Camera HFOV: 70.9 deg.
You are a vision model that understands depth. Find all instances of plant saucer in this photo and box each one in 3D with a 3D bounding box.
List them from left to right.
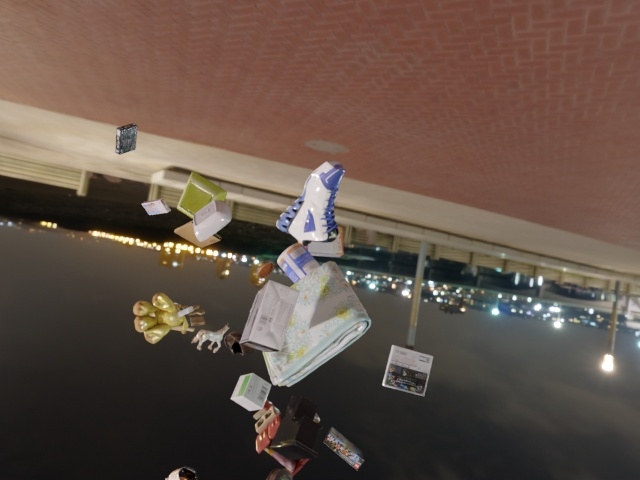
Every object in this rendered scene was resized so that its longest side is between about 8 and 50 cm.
[{"bbox_3d":[-0.520,-0.170,1.925,0.188,0.188,0.045,31,-164,9],"label":"plant saucer"},{"bbox_3d":[-0.227,0.122,1.850,0.013,0.083,0.083,40,-168,26],"label":"plant saucer"}]

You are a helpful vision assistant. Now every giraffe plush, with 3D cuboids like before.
[{"bbox_3d":[-0.599,0.280,1.725,0.210,0.182,0.170,-7,-178,-20],"label":"giraffe plush"}]

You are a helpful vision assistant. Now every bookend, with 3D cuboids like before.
[{"bbox_3d":[-0.045,0.492,1.204,0.072,0.157,0.156,36,141,-12],"label":"bookend"}]

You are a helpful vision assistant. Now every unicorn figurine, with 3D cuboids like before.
[{"bbox_3d":[-0.436,0.395,1.831,0.060,0.111,0.162,26,-178,34],"label":"unicorn figurine"}]

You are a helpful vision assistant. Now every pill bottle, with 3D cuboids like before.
[{"bbox_3d":[-0.067,0.155,2.137,0.272,0.152,0.152,48,-171,16],"label":"pill bottle"}]

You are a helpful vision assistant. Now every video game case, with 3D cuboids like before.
[{"bbox_3d":[0.371,0.551,1.907,0.190,0.173,0.022,18,170,-10],"label":"video game case"}]

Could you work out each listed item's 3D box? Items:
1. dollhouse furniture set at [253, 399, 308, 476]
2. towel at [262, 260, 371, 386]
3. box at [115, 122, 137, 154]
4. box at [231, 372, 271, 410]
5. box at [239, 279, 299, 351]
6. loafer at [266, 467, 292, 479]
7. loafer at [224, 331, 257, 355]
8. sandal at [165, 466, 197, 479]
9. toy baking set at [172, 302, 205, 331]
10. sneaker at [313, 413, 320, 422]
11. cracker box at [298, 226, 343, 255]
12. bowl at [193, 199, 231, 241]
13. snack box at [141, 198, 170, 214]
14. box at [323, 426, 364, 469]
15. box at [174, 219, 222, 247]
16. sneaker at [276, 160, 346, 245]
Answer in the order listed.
[{"bbox_3d":[-0.173,0.842,2.017,0.201,0.152,0.374,44,179,-14],"label":"dollhouse furniture set"},{"bbox_3d":[-0.046,0.270,1.518,0.090,0.374,0.320,51,-176,-43],"label":"towel"},{"bbox_3d":[-0.587,-0.307,1.361,0.018,0.083,0.067,28,-144,11],"label":"box"},{"bbox_3d":[-0.263,0.577,1.711,0.102,0.101,0.087,42,135,-23],"label":"box"},{"bbox_3d":[-0.150,0.221,1.271,0.087,0.169,0.290,21,161,-10],"label":"box"},{"bbox_3d":[-0.237,1.068,1.777,0.130,0.366,0.134,14,165,46],"label":"loafer"},{"bbox_3d":[-0.367,0.454,1.974,0.078,0.080,0.220,-18,-172,-40],"label":"loafer"},{"bbox_3d":[-0.593,1.059,2.016,0.265,0.076,0.102,-17,153,40],"label":"sandal"},{"bbox_3d":[-0.643,0.343,2.033,0.256,0.030,0.197,9,-158,-3],"label":"toy baking set"},{"bbox_3d":[-0.077,0.759,1.936,0.071,0.066,0.188,45,147,-18],"label":"sneaker"},{"bbox_3d":[0.000,0.000,2.336,0.232,0.156,0.067,6,160,-20],"label":"cracker box"},{"bbox_3d":[-0.374,-0.076,1.521,0.053,0.142,0.142,54,-176,-35],"label":"bowl"},{"bbox_3d":[-0.751,-0.152,2.048,0.178,0.022,0.064,-2,125,43],"label":"snack box"},{"bbox_3d":[0.092,0.815,1.775,0.159,0.044,0.233,36,168,13],"label":"box"},{"bbox_3d":[-0.592,-0.028,2.164,0.164,0.021,0.201,35,149,-30],"label":"box"},{"bbox_3d":[0.009,-0.096,1.471,0.182,0.315,0.127,45,-151,12],"label":"sneaker"}]
